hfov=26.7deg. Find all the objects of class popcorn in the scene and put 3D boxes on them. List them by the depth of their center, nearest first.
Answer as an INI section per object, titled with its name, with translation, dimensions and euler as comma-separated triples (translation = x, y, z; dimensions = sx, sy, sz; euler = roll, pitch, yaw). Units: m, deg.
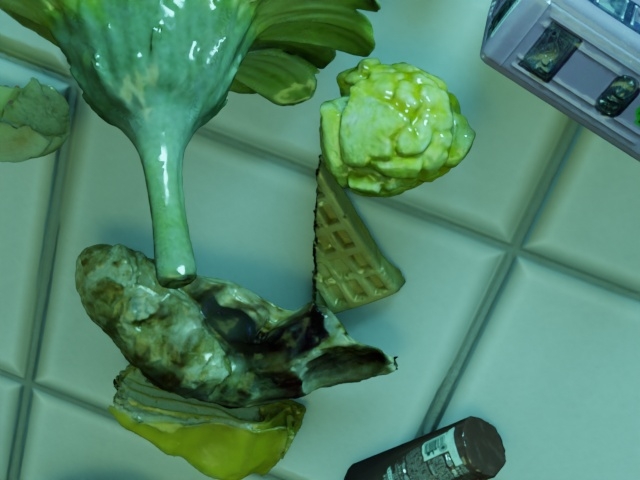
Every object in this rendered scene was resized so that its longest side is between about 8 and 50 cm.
[popcorn]
translation = 0.053, -0.088, 1.037
dimensions = 0.106, 0.116, 0.121
euler = 63, 170, 4

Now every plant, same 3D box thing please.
[plant]
translation = -0.107, -0.132, 0.948
dimensions = 0.305, 0.261, 0.297
euler = -6, 99, -5

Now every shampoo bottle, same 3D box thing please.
[shampoo bottle]
translation = 0.073, 0.242, 1.311
dimensions = 0.067, 0.068, 0.236
euler = 43, 129, -19

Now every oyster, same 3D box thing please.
[oyster]
translation = -0.079, 0.089, 1.220
dimensions = 0.294, 0.094, 0.166
euler = 8, 133, 17

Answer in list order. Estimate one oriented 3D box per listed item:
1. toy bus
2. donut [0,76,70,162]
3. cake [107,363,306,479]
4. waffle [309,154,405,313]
[toy bus]
translation = 0.215, -0.125, 0.939
dimensions = 0.199, 0.108, 0.096
euler = 31, 131, -7
[donut]
translation = -0.295, -0.124, 1.137
dimensions = 0.166, 0.065, 0.108
euler = 32, 148, -21
[cake]
translation = -0.107, 0.170, 1.313
dimensions = 0.185, 0.080, 0.116
euler = 41, 132, -9
[waffle]
translation = 0.000, 0.000, 1.172
dimensions = 0.097, 0.023, 0.153
euler = -17, 122, 28
